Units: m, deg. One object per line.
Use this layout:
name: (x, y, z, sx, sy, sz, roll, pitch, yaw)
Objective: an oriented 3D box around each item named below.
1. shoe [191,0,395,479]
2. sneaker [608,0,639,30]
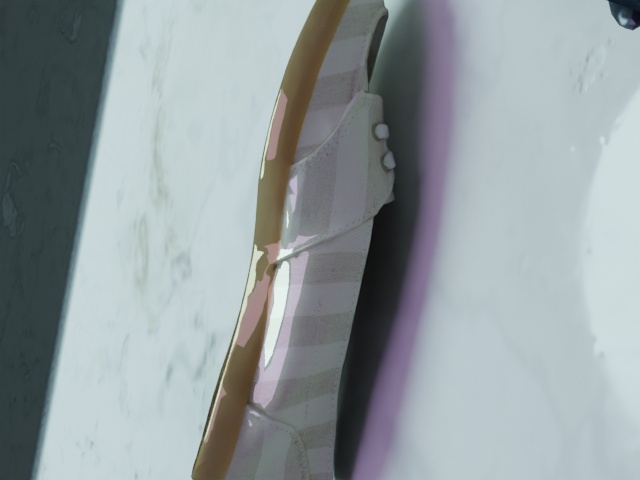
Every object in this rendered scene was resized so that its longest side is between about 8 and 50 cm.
shoe: (0.000, 0.000, 0.680, 0.076, 0.058, 0.219, -58, -18, -85)
sneaker: (0.083, -0.130, 0.496, 0.321, 0.127, 0.126, -97, 27, -76)
